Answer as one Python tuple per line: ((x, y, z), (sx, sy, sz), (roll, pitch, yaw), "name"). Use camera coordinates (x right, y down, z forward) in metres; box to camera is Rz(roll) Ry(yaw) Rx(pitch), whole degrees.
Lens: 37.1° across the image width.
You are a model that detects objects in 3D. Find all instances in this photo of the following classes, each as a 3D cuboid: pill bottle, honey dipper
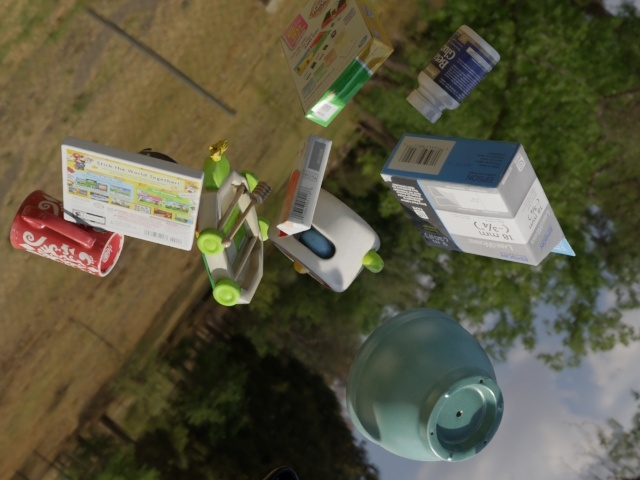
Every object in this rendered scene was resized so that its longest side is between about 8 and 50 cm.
((0.237, -0.299, 1.735), (0.169, 0.094, 0.094), (-49, -178, 11), "pill bottle")
((-0.140, -0.048, 1.777), (0.161, 0.030, 0.030), (-59, -175, -35), "honey dipper")

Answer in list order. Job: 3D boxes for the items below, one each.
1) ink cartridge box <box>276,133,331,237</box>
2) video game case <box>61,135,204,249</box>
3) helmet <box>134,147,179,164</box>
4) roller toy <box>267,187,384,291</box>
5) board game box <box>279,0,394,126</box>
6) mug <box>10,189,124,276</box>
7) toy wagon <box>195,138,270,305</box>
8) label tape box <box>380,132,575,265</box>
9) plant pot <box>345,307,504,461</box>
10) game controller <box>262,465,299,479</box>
((-0.042, -0.084, 1.518), (0.179, 0.045, 0.145), (168, -63, -70), "ink cartridge box")
((-0.314, -0.074, 1.580), (0.206, 0.227, 0.026), (110, -6, -54), "video game case")
((-0.347, -0.101, 1.914), (0.169, 0.169, 0.161), (-52, -165, 4), "helmet")
((0.000, 0.000, 1.799), (0.146, 0.191, 0.209), (-51, -143, -5), "roller toy")
((0.028, -0.447, 2.161), (0.242, 0.064, 0.316), (-46, -140, 28), "board game box")
((-0.451, -0.004, 1.680), (0.150, 0.169, 0.113), (-45, 156, -73), "mug")
((-0.187, -0.044, 1.952), (0.267, 0.068, 0.344), (-69, 149, -56), "toy wagon")
((0.291, -0.044, 1.726), (0.240, 0.334, 0.106), (11, -119, 40), "label tape box")
((0.221, 0.299, 1.807), (0.293, 0.293, 0.196), (-52, -147, -4), "plant pot")
((-0.151, 0.655, 2.141), (0.319, 0.067, 0.166), (-40, 129, -35), "game controller")
